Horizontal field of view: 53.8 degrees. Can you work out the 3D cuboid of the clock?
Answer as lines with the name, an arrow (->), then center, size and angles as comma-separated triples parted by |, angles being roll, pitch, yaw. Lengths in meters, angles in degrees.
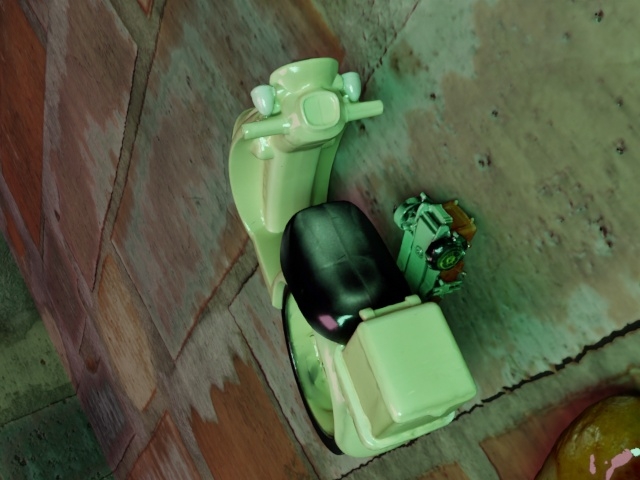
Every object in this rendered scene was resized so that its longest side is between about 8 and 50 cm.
clock -> 0.000, 0.000, 0.574 | 0.276, 0.120, 0.379 | 113, 138, -62

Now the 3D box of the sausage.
sausage -> 0.202, 0.251, 0.485 | 0.103, 0.076, 0.302 | 18, 113, 48

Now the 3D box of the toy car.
toy car -> 0.093, 0.030, 0.565 | 0.073, 0.054, 0.143 | -122, 29, -43
